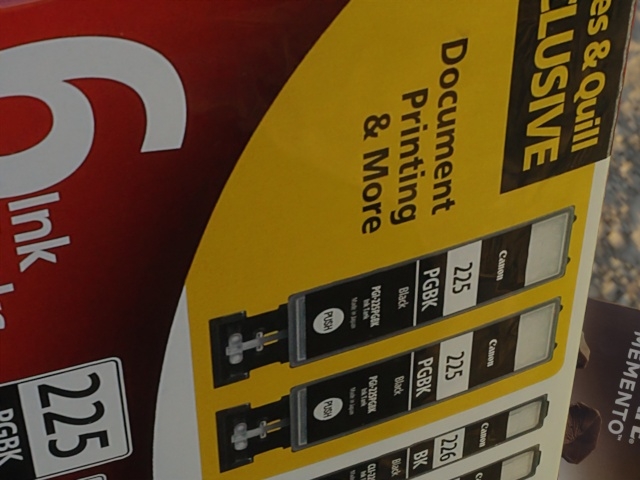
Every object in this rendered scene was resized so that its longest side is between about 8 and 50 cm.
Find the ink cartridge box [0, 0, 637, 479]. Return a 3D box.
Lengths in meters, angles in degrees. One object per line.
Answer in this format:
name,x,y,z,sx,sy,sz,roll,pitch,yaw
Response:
ink cartridge box,0.000,0.000,0.466,0.271,0.309,0.130,-16,44,-17

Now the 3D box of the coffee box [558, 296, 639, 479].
coffee box,0.210,0.200,1.199,0.168,0.119,0.297,14,81,23
